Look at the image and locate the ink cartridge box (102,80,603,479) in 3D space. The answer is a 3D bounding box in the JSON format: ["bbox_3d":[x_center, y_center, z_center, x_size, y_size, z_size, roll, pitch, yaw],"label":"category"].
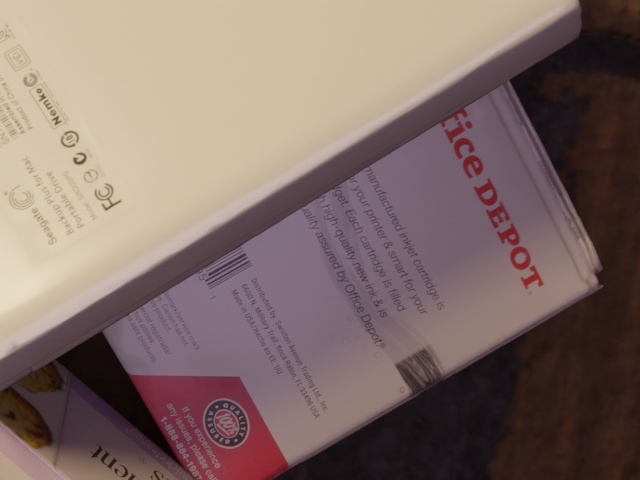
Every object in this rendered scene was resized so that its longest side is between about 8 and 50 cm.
[{"bbox_3d":[0.000,0.000,0.942,0.218,0.092,0.158,-29,105,-3],"label":"ink cartridge box"}]

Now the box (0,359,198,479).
[{"bbox_3d":[-0.157,0.075,0.890,0.324,0.067,0.063,41,121,0],"label":"box"}]

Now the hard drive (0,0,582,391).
[{"bbox_3d":[-0.069,-0.090,0.881,0.307,0.040,0.203,-31,66,-7],"label":"hard drive"}]
